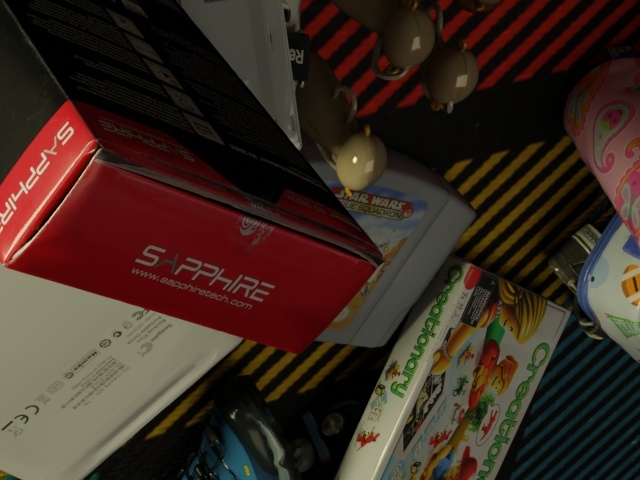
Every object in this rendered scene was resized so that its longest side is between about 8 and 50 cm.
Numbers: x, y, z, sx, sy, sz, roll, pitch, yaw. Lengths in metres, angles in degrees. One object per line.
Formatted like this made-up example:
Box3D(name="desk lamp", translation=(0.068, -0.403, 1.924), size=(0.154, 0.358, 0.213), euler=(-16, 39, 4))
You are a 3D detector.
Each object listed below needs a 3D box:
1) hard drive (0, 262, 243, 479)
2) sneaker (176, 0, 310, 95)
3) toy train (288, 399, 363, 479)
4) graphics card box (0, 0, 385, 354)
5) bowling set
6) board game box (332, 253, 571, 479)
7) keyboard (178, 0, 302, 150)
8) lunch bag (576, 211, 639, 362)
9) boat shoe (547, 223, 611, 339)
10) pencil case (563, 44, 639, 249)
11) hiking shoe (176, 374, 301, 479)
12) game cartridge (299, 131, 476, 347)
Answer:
Box3D(name="hard drive", translation=(-0.244, 0.065, 1.233), size=(0.233, 0.047, 0.353), euler=(-41, 139, 9))
Box3D(name="sneaker", translation=(-0.057, -0.130, 1.165), size=(0.122, 0.146, 0.331), euler=(-6, 130, -30))
Box3D(name="toy train", translation=(0.028, 0.240, 1.650), size=(0.105, 0.080, 0.184), euler=(-33, 142, 6))
Box3D(name="graphics card box", translation=(-0.145, -0.099, 0.951), size=(0.232, 0.371, 0.094), euler=(20, 115, -47))
Box3D(name="bowling set", translation=(0.094, -0.189, 1.206), size=(0.199, 0.154, 0.287), euler=(-10, 135, -28))
Box3D(name="board game box", translation=(0.128, 0.178, 1.597), size=(0.193, 0.053, 0.305), euler=(22, 93, -47))
Box3D(name="keyboard", translation=(-0.065, -0.182, 1.091), size=(0.072, 0.014, 0.256), euler=(-7, 103, 3))
Box3D(name="lunch bag", translation=(0.400, -0.012, 1.591), size=(0.243, 0.115, 0.303), euler=(37, 84, -42))
Box3D(name="boat shoe", translation=(0.302, 0.066, 1.682), size=(0.070, 0.078, 0.219), euler=(-38, 133, 2))
Box3D(name="pencil case", translation=(0.318, -0.045, 1.414), size=(0.124, 0.284, 0.124), euler=(-11, 139, -9))
Box3D(name="hiking shoe", translation=(-0.098, 0.259, 1.544), size=(0.132, 0.113, 0.304), euler=(-19, 138, -21))
Box3D(name="game cartridge", translation=(0.000, 0.000, 1.409), size=(0.297, 0.062, 0.198), euler=(10, 127, -42))
